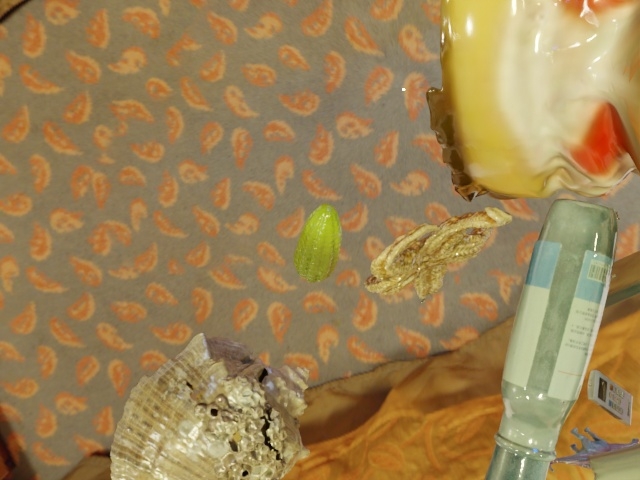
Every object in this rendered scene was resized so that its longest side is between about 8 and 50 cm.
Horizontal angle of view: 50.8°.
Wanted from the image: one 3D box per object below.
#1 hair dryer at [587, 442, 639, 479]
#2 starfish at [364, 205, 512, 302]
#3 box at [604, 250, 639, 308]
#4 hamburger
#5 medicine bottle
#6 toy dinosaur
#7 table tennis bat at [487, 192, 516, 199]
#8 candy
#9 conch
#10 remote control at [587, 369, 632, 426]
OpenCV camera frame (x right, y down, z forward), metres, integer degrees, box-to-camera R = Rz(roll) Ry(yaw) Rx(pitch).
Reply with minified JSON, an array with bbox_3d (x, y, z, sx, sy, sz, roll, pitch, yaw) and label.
[{"bbox_3d":[0.370,0.226,0.667,0.219,0.225,0.088,-5,59,2],"label":"hair dryer"},{"bbox_3d":[0.104,0.018,0.605,0.150,0.209,0.053,-22,79,-31],"label":"starfish"},{"bbox_3d":[0.524,0.073,1.185,0.126,0.091,0.031,-32,106,29],"label":"box"},{"bbox_3d":[0.182,-0.139,0.392,0.186,0.302,0.261,8,121,30],"label":"hamburger"},{"bbox_3d":[0.157,0.078,0.463,0.053,0.090,0.208,15,90,24],"label":"medicine bottle"},{"bbox_3d":[0.477,0.370,1.187,0.197,0.080,0.045,-9,109,-20],"label":"toy dinosaur"},{"bbox_3d":[0.233,-0.125,0.711,0.170,0.107,0.119,-14,64,-5],"label":"table tennis bat"},{"bbox_3d":[0.000,0.000,1.373,0.096,0.097,0.209,18,143,3],"label":"candy"},{"bbox_3d":[-0.114,0.200,0.719,0.245,0.163,0.178,-36,79,-20],"label":"conch"},{"bbox_3d":[0.571,0.314,1.326,0.166,0.065,0.029,33,151,-32],"label":"remote control"}]
